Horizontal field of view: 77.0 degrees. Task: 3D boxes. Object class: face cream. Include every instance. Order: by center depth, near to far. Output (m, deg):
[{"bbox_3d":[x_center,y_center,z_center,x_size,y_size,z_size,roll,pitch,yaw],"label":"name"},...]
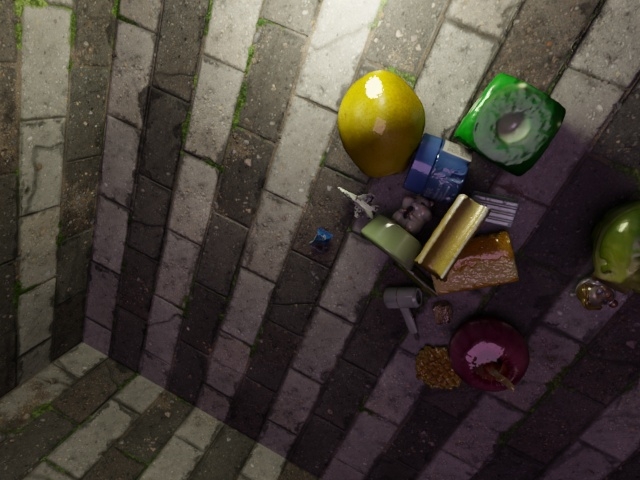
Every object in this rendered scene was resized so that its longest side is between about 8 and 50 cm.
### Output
[{"bbox_3d":[0.491,-0.297,1.684,0.224,0.249,0.249,21,116,9],"label":"face cream"}]

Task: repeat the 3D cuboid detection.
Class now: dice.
[{"bbox_3d":[0.709,-0.438,1.532,0.297,0.300,0.287,32,114,6],"label":"dice"}]

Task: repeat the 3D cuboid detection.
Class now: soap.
[{"bbox_3d":[0.530,-0.001,1.641,0.156,0.293,0.335,35,96,16],"label":"soap"},{"bbox_3d":[0.749,-0.138,1.762,0.197,0.066,0.119,14,114,13],"label":"soap"}]

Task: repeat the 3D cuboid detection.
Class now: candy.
[{"bbox_3d":[0.609,0.362,1.999,0.095,0.085,0.110,-16,95,30],"label":"candy"},{"bbox_3d":[-0.001,-0.001,2.088,0.088,0.038,0.136,28,125,-9],"label":"candy"}]

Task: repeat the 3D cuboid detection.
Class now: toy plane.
[{"bbox_3d":[0.186,-0.189,1.935,0.234,0.082,0.160,44,129,14],"label":"toy plane"}]

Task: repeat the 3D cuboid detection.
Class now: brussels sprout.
[{"bbox_3d":[1.203,0.013,1.535,0.314,0.276,0.371,40,89,-16],"label":"brussels sprout"}]

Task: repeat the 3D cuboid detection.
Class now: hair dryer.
[{"bbox_3d":[0.460,0.387,2.055,0.172,0.108,0.358,-6,121,35],"label":"hair dryer"}]

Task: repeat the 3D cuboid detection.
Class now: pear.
[{"bbox_3d":[0.246,-0.466,1.641,0.361,0.362,0.419,1,109,18],"label":"pear"}]

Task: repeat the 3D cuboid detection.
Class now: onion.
[{"bbox_3d":[0.784,0.534,1.890,0.357,0.345,0.359,-6,76,24],"label":"onion"}]

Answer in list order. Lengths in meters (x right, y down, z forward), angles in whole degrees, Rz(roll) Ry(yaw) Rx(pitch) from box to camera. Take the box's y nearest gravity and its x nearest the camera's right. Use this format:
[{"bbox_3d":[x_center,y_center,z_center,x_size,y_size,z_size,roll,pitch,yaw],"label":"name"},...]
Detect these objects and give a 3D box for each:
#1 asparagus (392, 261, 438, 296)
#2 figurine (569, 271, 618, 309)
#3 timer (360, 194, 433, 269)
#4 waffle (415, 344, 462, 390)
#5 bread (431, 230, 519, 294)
[{"bbox_3d":[0.477,0.180,1.986,0.277,0.060,0.067,42,102,-1],"label":"asparagus"},{"bbox_3d":[1.212,0.175,1.705,0.193,0.133,0.275,27,108,-12],"label":"figurine"},{"bbox_3d":[0.385,-0.069,1.832,0.290,0.291,0.315,38,94,1],"label":"timer"},{"bbox_3d":[0.634,0.676,2.130,0.290,0.051,0.292,6,111,17],"label":"waffle"},{"bbox_3d":[0.680,0.100,1.825,0.375,0.165,0.237,-16,102,25],"label":"bread"}]
